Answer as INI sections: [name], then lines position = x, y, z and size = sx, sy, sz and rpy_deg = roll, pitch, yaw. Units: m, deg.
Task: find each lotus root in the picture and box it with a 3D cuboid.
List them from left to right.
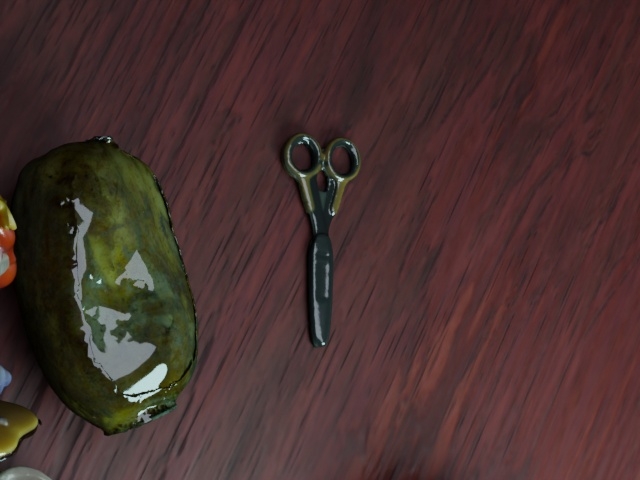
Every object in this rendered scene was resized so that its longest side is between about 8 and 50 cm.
[lotus root]
position = -0.208, 0.046, 1.848
size = 0.160, 0.152, 0.275
rpy_deg = -6, 78, -49

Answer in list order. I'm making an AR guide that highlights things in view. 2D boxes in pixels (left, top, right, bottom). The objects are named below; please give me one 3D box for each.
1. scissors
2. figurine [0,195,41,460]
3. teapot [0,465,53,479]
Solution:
[scissors]
position = 0.000, 0.000, 2.026
size = 0.088, 0.017, 0.220
rpy_deg = 5, 79, -26
[figurine]
position = -0.346, 0.052, 1.756
size = 0.181, 0.208, 0.257
rpy_deg = 6, 106, 13
[teapot]
position = -0.251, 0.365, 1.742
size = 0.344, 0.253, 0.300
rpy_deg = 39, 45, -8
